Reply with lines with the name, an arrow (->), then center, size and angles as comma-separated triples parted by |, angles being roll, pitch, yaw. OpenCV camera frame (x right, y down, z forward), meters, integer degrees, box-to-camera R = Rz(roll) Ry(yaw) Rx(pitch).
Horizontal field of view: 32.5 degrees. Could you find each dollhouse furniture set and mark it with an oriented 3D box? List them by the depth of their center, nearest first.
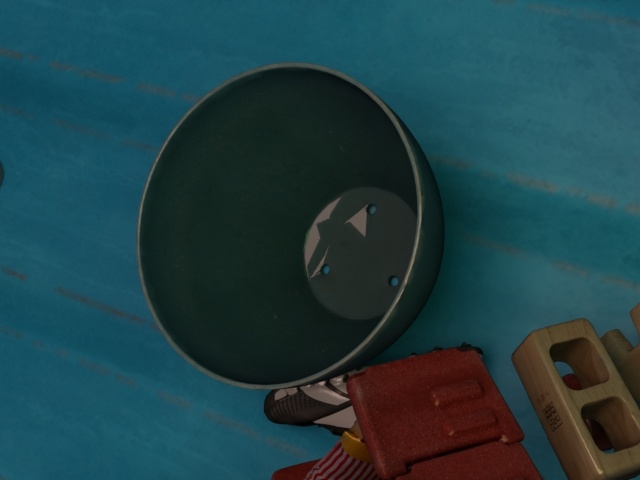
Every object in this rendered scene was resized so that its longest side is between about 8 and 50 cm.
dollhouse furniture set -> 0.170, 0.174, 0.856 | 0.152, 0.374, 0.201 | 66, 150, 25

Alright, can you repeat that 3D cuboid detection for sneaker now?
sneaker -> 0.049, 0.170, 1.054 | 0.234, 0.078, 0.106 | -14, 73, 24

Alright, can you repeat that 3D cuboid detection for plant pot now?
plant pot -> 0.000, 0.000, 1.042 | 0.290, 0.195, 0.290 | -6, 78, 28
